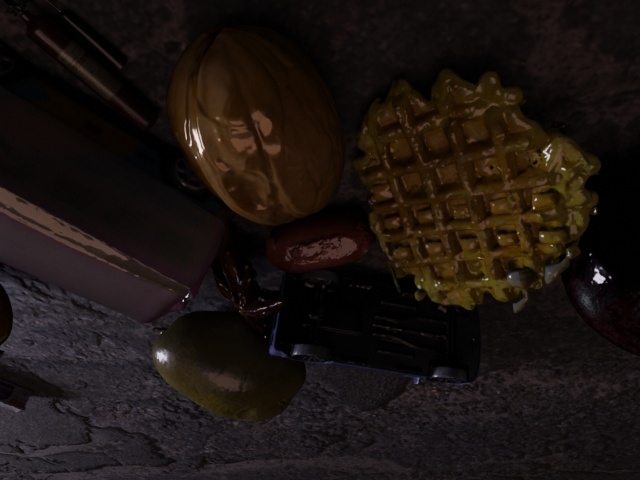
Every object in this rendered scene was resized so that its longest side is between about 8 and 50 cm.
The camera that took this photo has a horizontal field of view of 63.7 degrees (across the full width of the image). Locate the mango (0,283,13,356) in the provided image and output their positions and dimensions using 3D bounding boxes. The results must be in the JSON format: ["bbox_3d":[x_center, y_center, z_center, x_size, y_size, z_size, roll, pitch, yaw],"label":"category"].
[{"bbox_3d":[-0.604,0.058,0.678,0.384,0.198,0.221,38,131,-14],"label":"mango"}]

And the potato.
[{"bbox_3d":[-0.147,0.193,0.811,0.252,0.159,0.174,30,107,-13],"label":"potato"}]

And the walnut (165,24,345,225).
[{"bbox_3d":[-0.058,-0.105,0.500,0.159,0.159,0.206,-14,133,18],"label":"walnut"}]

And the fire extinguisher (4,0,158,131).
[{"bbox_3d":[-0.231,-0.181,0.515,0.049,0.035,0.173,-23,133,30],"label":"fire extinguisher"}]

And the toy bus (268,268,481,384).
[{"bbox_3d":[0.077,0.132,0.744,0.293,0.125,0.133,11,158,-10],"label":"toy bus"}]

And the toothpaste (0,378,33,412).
[{"bbox_3d":[-0.677,0.285,1.014,0.040,0.047,0.196,-35,125,29],"label":"toothpaste"}]

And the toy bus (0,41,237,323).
[{"bbox_3d":[-0.290,-0.057,0.556,0.387,0.162,0.171,32,130,-25],"label":"toy bus"}]

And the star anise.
[{"bbox_3d":[-0.107,0.054,0.692,0.054,0.157,0.212,-31,168,-20],"label":"star anise"}]

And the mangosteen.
[{"bbox_3d":[0.368,0.032,0.569,0.216,0.216,0.216,2,136,2],"label":"mangosteen"}]

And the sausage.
[{"bbox_3d":[0.000,0.000,0.657,0.142,0.076,0.076,-8,135,13],"label":"sausage"}]

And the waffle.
[{"bbox_3d":[0.149,-0.044,0.561,0.262,0.060,0.280,34,134,7],"label":"waffle"}]
